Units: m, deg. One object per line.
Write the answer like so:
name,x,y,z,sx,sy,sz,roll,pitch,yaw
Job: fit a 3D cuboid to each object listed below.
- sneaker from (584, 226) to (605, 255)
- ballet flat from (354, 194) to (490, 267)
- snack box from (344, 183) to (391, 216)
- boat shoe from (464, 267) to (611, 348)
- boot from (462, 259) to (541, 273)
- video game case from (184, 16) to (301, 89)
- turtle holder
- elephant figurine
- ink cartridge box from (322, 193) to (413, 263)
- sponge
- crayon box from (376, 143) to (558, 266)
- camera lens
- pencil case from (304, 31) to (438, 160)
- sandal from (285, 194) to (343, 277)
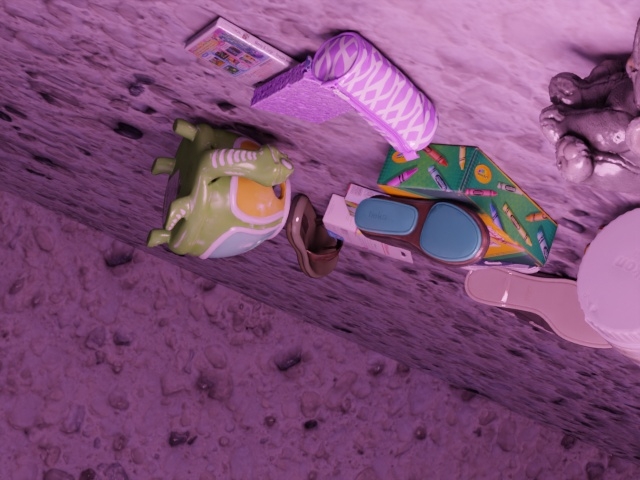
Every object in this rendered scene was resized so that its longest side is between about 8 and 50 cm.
sneaker,0.466,0.044,1.788,0.088,0.093,0.225,20,166,9
ballet flat,0.172,-0.016,1.697,0.096,0.095,0.280,22,180,-41
snack box,0.120,-0.055,2.073,0.141,0.037,0.100,19,168,14
boat shoe,0.437,0.117,2.128,0.335,0.112,0.095,20,-175,32
boot,0.303,0.009,1.995,0.190,0.069,0.086,3,151,34
video game case,-0.114,-0.270,1.645,0.143,0.019,0.157,27,167,-20
turtle holder,-0.169,-0.104,2.022,0.227,0.243,0.320,11,131,-20
elephant figurine,0.355,-0.142,1.146,0.186,0.169,0.239,-3,165,-34
ink cartridge box,0.103,-0.022,2.176,0.181,0.062,0.104,19,167,14
sponge,-0.012,-0.212,1.629,0.117,0.031,0.210,13,170,-23
crayon box,0.238,-0.056,1.782,0.165,0.081,0.278,9,161,43
camera lens,0.529,0.096,1.615,0.274,0.219,0.219,32,163,-36
pencil case,0.075,-0.194,1.488,0.086,0.088,0.206,-17,146,37
sandal,0.000,0.001,2.336,0.086,0.120,0.303,4,162,14
